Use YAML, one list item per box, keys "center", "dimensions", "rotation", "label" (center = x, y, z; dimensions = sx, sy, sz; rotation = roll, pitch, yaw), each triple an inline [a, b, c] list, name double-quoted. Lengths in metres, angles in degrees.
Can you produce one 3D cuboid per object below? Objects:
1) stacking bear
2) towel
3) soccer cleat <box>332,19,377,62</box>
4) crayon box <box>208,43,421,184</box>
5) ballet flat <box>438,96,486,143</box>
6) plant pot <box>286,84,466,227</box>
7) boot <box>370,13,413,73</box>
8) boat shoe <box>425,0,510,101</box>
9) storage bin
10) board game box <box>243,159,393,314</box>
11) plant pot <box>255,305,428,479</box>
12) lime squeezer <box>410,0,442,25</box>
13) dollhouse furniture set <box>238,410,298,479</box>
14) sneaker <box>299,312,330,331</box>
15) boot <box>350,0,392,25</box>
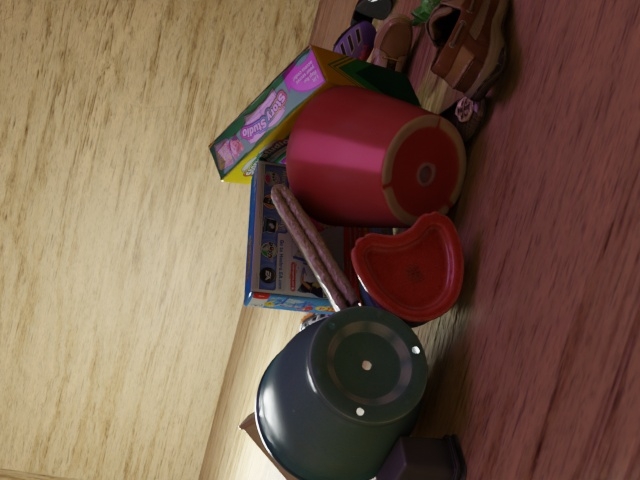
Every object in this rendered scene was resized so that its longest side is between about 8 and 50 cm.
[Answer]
- center: [0.135, 0.076, 1.198]
  dimensions: [0.289, 0.175, 0.164]
  rotation: [116, 134, -78]
  label: "stacking bear"
- center: [-0.001, 0.034, 1.257]
  dimensions: [0.282, 0.049, 0.187]
  rotation: [58, 175, 20]
  label: "towel"
- center: [0.065, -0.414, 1.684]
  dimensions: [0.116, 0.108, 0.318]
  rotation: [20, 69, 46]
  label: "soccer cleat"
- center: [-0.014, -0.251, 1.502]
  dimensions: [0.363, 0.313, 0.106]
  rotation: [-36, 64, 37]
  label: "crayon box"
- center: [0.233, -0.214, 1.266]
  dimensions: [0.250, 0.058, 0.084]
  rotation: [159, 123, -75]
  label: "ballet flat"
- center: [0.112, -0.139, 1.238]
  dimensions: [0.243, 0.275, 0.275]
  rotation: [20, 98, 52]
  label: "plant pot"
- center: [0.164, -0.388, 1.643]
  dimensions: [0.262, 0.095, 0.203]
  rotation: [111, 166, -45]
  label: "boot"
- center: [0.250, -0.377, 1.182]
  dimensions: [0.122, 0.120, 0.324]
  rotation: [119, 167, -45]
  label: "boat shoe"
- center: [0.144, 0.347, 1.023]
  dimensions: [0.098, 0.091, 0.135]
  rotation: [-95, 23, -54]
  label: "storage bin"
- center: [0.000, 0.000, 1.442]
  dimensions: [0.086, 0.302, 0.308]
  rotation: [123, 152, -60]
  label: "board game box"
- center: [0.047, 0.233, 1.090]
  dimensions: [0.255, 0.272, 0.271]
  rotation: [114, 164, -58]
  label: "plant pot"
- center: [0.246, -0.544, 1.549]
  dimensions: [0.310, 0.059, 0.110]
  rotation: [136, 145, -69]
  label: "lime squeezer"
- center: [0.012, 0.383, 1.613]
  dimensions: [0.286, 0.198, 0.303]
  rotation: [-38, 4, 37]
  label: "dollhouse furniture set"
- center: [0.010, 0.212, 1.682]
  dimensions: [0.215, 0.084, 0.083]
  rotation: [125, 142, -48]
  label: "sneaker"
- center: [0.191, -0.791, 2.034]
  dimensions: [0.264, 0.096, 0.280]
  rotation: [169, 121, -84]
  label: "boot"
